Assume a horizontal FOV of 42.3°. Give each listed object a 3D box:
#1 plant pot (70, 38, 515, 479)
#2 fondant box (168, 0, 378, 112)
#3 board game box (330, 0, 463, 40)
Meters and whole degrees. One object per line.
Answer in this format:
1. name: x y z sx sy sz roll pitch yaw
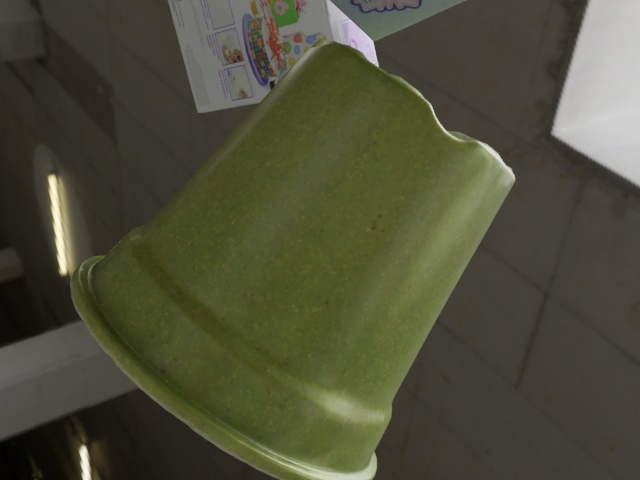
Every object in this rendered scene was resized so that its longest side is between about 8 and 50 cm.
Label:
1. plant pot: 0.000 0.000 0.627 0.254 0.276 0.276 -55 -131 6
2. fondant box: -0.084 -0.337 1.262 0.330 0.096 0.238 0 -71 44
3. board game box: 0.068 -0.257 0.393 0.318 0.318 0.066 -17 -121 35
